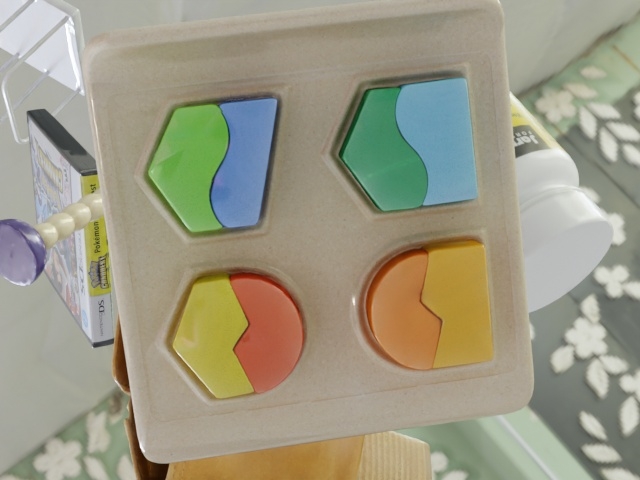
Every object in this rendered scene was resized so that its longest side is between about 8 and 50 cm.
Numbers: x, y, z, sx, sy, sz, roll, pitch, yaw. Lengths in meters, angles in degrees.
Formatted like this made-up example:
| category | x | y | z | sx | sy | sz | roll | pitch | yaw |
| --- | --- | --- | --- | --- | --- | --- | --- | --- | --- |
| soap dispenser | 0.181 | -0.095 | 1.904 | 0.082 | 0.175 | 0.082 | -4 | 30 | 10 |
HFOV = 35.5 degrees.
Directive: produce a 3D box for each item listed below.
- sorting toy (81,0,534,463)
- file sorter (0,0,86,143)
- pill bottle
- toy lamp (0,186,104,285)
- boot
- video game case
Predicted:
| category | x | y | z | sx | sy | sz | roll | pitch | yaw |
| --- | --- | --- | --- | --- | --- | --- | --- | --- | --- |
| sorting toy | 0.000 | 0.000 | 0.460 | 0.193 | 0.208 | 0.038 | -7 | 13 | -5 |
| file sorter | -0.530 | -0.306 | 1.567 | 0.173 | 0.277 | 0.193 | -55 | -12 | -28 |
| pill bottle | 0.118 | -0.052 | 0.761 | 0.119 | 0.208 | 0.119 | -24 | -33 | -17 |
| toy lamp | -0.237 | -0.043 | 1.081 | 0.274 | 0.080 | 0.080 | -37 | -12 | -50 |
| boot | -0.032 | 0.043 | 0.656 | 0.211 | 0.295 | 0.104 | 24 | -46 | -34 |
| video game case | -0.344 | -0.024 | 1.365 | 0.035 | 0.275 | 0.248 | -11 | -63 | -27 |
